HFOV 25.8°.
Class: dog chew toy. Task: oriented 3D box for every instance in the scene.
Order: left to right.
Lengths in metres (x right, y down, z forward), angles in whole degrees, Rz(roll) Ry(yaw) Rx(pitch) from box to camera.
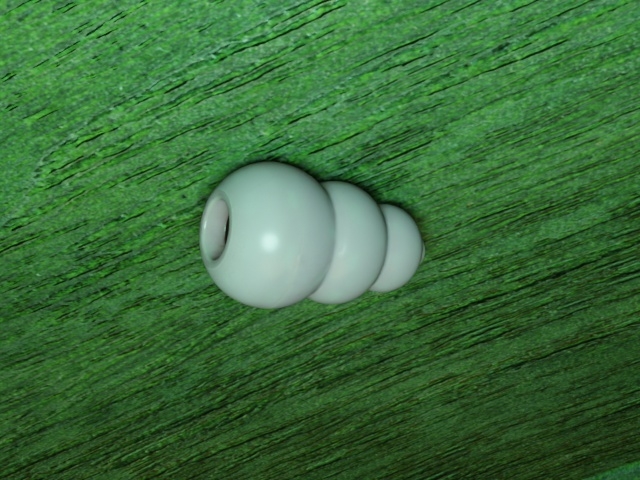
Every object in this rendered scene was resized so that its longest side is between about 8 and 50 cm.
[{"bbox_3d":[0.000,0.000,1.992,0.332,0.206,0.206,6,144,-29],"label":"dog chew toy"}]
